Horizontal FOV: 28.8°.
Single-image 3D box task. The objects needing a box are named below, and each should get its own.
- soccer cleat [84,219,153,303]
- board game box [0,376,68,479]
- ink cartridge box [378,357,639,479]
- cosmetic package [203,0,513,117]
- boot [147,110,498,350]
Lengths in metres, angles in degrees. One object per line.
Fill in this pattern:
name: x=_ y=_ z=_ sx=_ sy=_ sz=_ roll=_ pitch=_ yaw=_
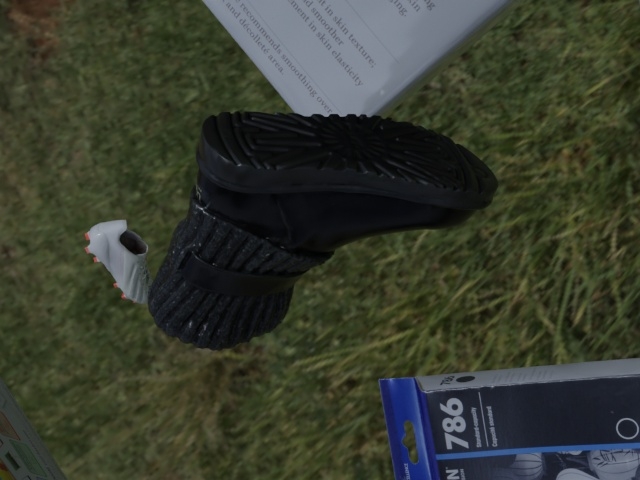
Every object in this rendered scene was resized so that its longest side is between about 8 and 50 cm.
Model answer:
soccer cleat: x=-0.290 y=0.036 z=1.917 sx=0.076 sy=0.068 sz=0.196 roll=-19 pitch=143 yaw=10
board game box: x=-0.325 y=0.156 z=1.031 sx=0.064 sy=0.316 sz=0.242 roll=-40 pitch=66 yaw=-1
ink cartridge box: x=0.225 y=0.225 z=1.373 sx=0.332 sy=0.065 sz=0.165 roll=-8 pitch=100 yaw=21
cosmetic package: x=0.101 y=-0.384 z=1.551 sx=0.329 sy=0.327 sz=0.393 roll=52 pitch=130 yaw=-1
boot: x=-0.002 y=-0.003 z=1.361 sx=0.348 sy=0.131 sz=0.260 roll=5 pitch=127 yaw=-17
